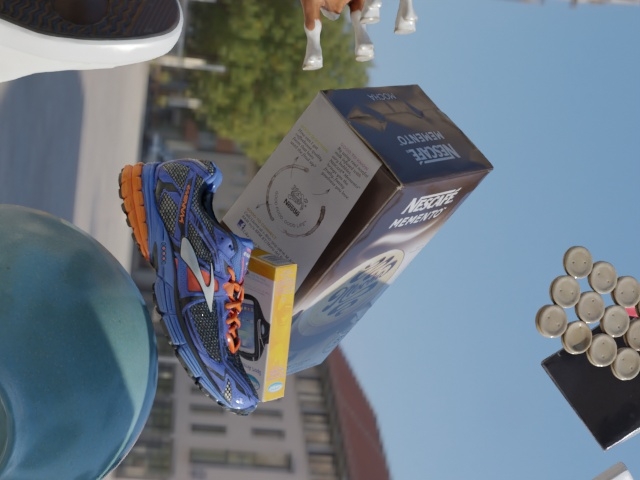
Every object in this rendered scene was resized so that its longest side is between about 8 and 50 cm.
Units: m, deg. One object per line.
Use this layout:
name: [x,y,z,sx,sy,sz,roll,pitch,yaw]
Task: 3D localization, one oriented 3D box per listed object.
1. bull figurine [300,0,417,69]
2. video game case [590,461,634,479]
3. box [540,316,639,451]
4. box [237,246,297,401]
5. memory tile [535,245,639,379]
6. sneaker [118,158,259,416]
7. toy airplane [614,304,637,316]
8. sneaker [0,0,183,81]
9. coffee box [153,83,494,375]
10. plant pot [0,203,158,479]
bull figurine: [0.029,-0.298,1.385,0.310,0.101,0.188,154,-71,-73]
video game case: [0.309,0.364,1.438,0.190,0.173,0.022,57,1,-26]
box: [0.540,0.187,2.069,0.183,0.294,0.296,57,11,12]
box: [-0.061,0.074,1.082,0.081,0.028,0.136,21,-67,43]
memory tile: [0.314,0.082,1.418,0.113,0.148,0.012,-65,-159,-12]
sneaker: [-0.089,0.031,0.996,0.083,0.087,0.221,73,-3,-81]
toy airplane: [0.481,0.069,1.739,0.028,0.151,0.151,-128,-136,-67]
sneaker: [-0.255,-0.166,0.987,0.123,0.290,0.106,108,-17,-58]
coffee box: [0.000,0.000,1.190,0.119,0.168,0.297,51,-57,19]
plant pot: [-0.297,0.125,1.075,0.195,0.290,0.290,-80,176,-80]
